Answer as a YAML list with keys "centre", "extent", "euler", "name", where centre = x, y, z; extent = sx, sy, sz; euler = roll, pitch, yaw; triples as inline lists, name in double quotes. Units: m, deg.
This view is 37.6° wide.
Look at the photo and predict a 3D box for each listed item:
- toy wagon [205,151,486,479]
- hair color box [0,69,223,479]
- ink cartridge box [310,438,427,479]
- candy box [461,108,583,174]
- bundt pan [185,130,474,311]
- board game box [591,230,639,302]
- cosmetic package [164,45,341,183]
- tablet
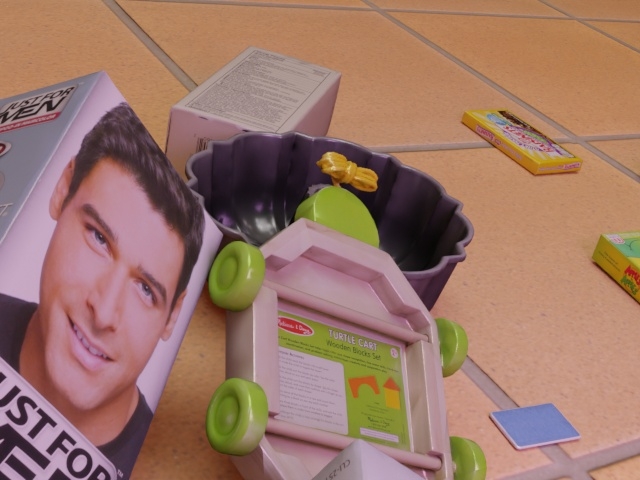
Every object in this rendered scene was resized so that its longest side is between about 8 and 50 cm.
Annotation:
- centre: [0.021, 0.084, 0.814]
  extent: [0.267, 0.068, 0.344]
  euler: [22, 51, -36]
  name: "toy wagon"
- centre: [-0.206, 0.076, 0.644]
  extent: [0.114, 0.185, 0.374]
  euler: [-10, 43, 26]
  name: "hair color box"
- centre: [0.115, 0.278, 0.573]
  extent: [0.275, 0.060, 0.239]
  euler: [37, 20, -24]
  name: "ink cartridge box"
- centre: [0.346, -0.173, 1.625]
  extent: [0.105, 0.027, 0.206]
  euler: [-9, 36, -30]
  name: "candy box"
- centre: [0.000, 0.000, 1.071]
  extent: [0.331, 0.124, 0.330]
  euler: [10, 29, -6]
  name: "bundt pan"
- centre: [0.457, 0.054, 1.250]
  extent: [0.092, 0.043, 0.181]
  euler: [-4, 35, -25]
  name: "board game box"
- centre: [-0.090, -0.170, 1.340]
  extent: [0.160, 0.113, 0.309]
  euler: [18, 29, 9]
  name: "cosmetic package"
- centre: [0.219, 0.189, 0.956]
  extent: [0.083, 0.006, 0.054]
  euler: [-3, 34, -27]
  name: "tablet"
